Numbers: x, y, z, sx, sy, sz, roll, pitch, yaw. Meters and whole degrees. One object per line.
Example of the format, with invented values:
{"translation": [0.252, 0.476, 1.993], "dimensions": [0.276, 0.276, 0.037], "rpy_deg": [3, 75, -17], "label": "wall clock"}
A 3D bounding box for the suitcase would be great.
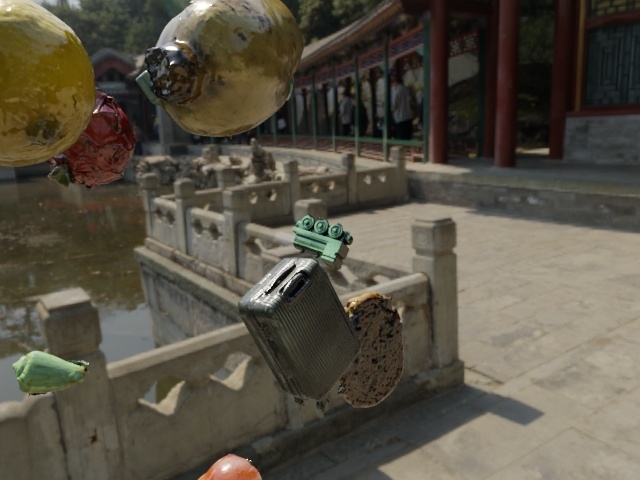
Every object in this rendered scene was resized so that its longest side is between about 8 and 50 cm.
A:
{"translation": [-0.038, 0.202, 1.211], "dimensions": [0.128, 0.312, 0.202], "rpy_deg": [0, 35, 44], "label": "suitcase"}

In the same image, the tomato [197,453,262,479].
{"translation": [-0.227, 0.624, 1.278], "dimensions": [0.199, 0.228, 0.112], "rpy_deg": [39, 20, 27], "label": "tomato"}

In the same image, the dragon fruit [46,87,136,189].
{"translation": [-0.466, -0.200, 1.126], "dimensions": [0.172, 0.209, 0.172], "rpy_deg": [24, -3, 1], "label": "dragon fruit"}

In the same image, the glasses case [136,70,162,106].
{"translation": [-0.409, -0.386, 1.439], "dimensions": [0.039, 0.078, 0.184], "rpy_deg": [-36, 1, 8], "label": "glasses case"}

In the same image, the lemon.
{"translation": [-0.428, -0.212, 0.748], "dimensions": [0.228, 0.228, 0.253], "rpy_deg": [-11, 16, -32], "label": "lemon"}

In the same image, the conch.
{"translation": [-0.653, 0.325, 1.328], "dimensions": [0.170, 0.105, 0.079], "rpy_deg": [12, -18, -14], "label": "conch"}

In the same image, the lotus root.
{"translation": [-0.105, -0.211, 0.652], "dimensions": [0.146, 0.160, 0.284], "rpy_deg": [10, 26, 16], "label": "lotus root"}

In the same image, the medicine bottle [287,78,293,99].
{"translation": [-0.124, -0.400, 1.253], "dimensions": [0.083, 0.121, 0.229], "rpy_deg": [-3, -1, 11], "label": "medicine bottle"}

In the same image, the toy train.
{"translation": [0.000, 0.000, 1.426], "dimensions": [0.170, 0.111, 0.071], "rpy_deg": [18, -15, 31], "label": "toy train"}

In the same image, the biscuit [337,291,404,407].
{"translation": [0.131, 0.315, 1.605], "dimensions": [0.289, 0.334, 0.081], "rpy_deg": [2, 0, -41], "label": "biscuit"}
